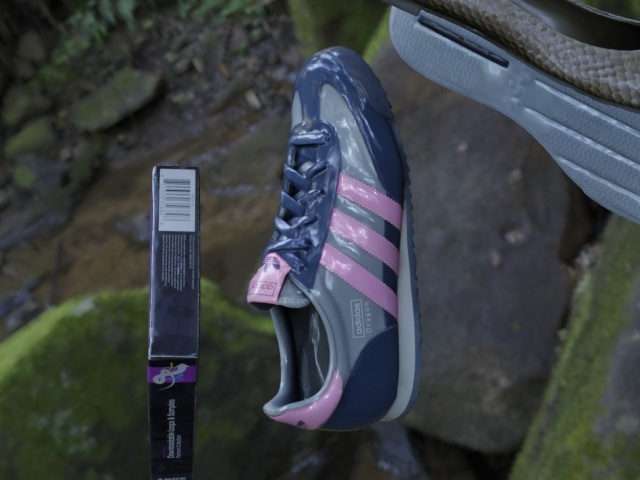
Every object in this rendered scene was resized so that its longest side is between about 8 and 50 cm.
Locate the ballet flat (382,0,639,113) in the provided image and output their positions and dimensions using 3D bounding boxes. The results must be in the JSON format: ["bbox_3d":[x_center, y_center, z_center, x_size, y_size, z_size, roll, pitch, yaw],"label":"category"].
[{"bbox_3d":[0.133,-0.139,0.884,0.250,0.058,0.084,26,26,10],"label":"ballet flat"}]

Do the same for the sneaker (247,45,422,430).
[{"bbox_3d":[0.000,0.000,1.201,0.131,0.319,0.112,-7,-1,-35],"label":"sneaker"}]

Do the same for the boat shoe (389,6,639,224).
[{"bbox_3d":[0.190,-0.112,1.050,0.302,0.109,0.094,37,35,21],"label":"boat shoe"}]

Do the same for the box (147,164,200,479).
[{"bbox_3d":[-0.081,0.051,0.810,0.029,0.162,0.116,1,58,-7],"label":"box"}]
